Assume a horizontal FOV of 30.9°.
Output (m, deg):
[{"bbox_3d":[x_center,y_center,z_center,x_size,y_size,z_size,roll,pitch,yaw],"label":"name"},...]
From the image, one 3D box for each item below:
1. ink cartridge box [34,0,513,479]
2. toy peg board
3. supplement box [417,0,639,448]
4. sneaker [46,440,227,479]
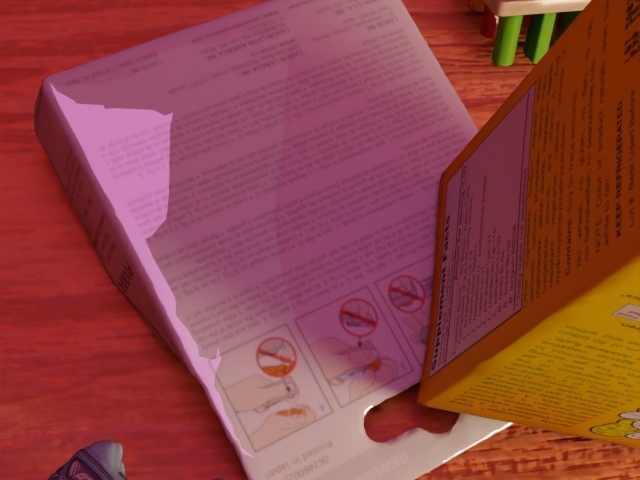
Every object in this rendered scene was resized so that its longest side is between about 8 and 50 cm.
[{"bbox_3d":[0.000,0.000,0.900,0.308,0.091,0.385,-24,79,-24],"label":"ink cartridge box"},{"bbox_3d":[0.206,-0.235,1.094,0.161,0.079,0.161,-7,41,-15],"label":"toy peg board"},{"bbox_3d":[0.216,-0.010,0.722,0.195,0.356,0.194,13,66,-11],"label":"supplement box"},{"bbox_3d":[-0.057,0.211,0.705,0.283,0.110,0.122,27,52,9],"label":"sneaker"}]
